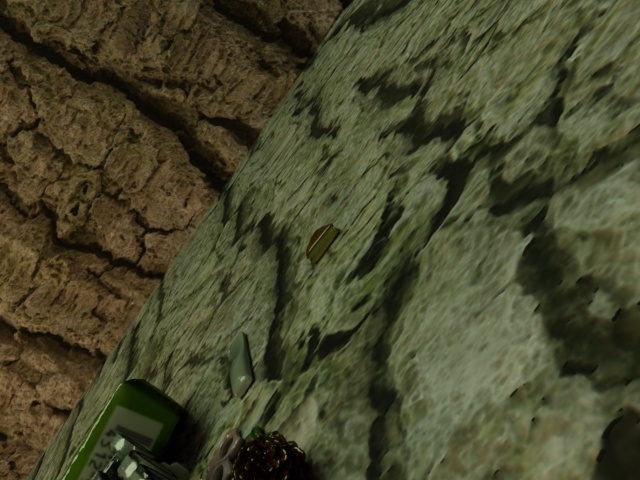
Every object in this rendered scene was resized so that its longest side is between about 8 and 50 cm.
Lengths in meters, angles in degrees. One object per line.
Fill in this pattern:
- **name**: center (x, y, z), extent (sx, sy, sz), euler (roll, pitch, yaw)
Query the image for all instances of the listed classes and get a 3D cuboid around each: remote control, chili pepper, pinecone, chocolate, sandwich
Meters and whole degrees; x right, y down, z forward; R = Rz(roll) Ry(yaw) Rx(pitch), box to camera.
- **remote control**: center (-0.160, 0.234, 0.982), extent (0.050, 0.027, 0.184), euler (-55, 20, 7)
- **chili pepper**: center (-0.085, 0.291, 0.748), extent (0.083, 0.022, 0.027), euler (-20, 76, 57)
- **pinecone**: center (-0.056, 0.275, 0.595), extent (0.110, 0.102, 0.102), euler (100, -179, -47)
- **chocolate**: center (-0.386, 0.429, 0.976), extent (0.301, 0.136, 0.289), euler (-63, 5, -18)
- **sandwich**: center (0.000, 0.000, 0.952), extent (0.083, 0.030, 0.044), euler (-52, 25, 9)

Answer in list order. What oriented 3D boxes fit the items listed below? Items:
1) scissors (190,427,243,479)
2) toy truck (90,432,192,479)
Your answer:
- **scissors**: center (-0.193, 0.390, 0.844), extent (0.212, 0.021, 0.110), euler (-41, 24, 35)
- **toy truck**: center (-0.207, 0.383, 0.628), extent (0.173, 0.206, 0.387), euler (-58, 15, -24)
